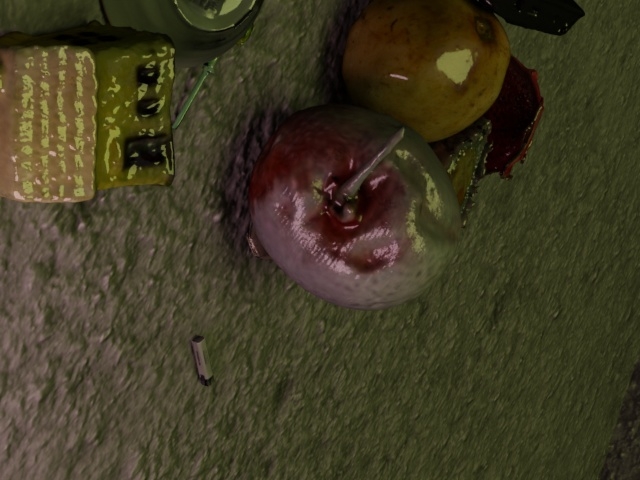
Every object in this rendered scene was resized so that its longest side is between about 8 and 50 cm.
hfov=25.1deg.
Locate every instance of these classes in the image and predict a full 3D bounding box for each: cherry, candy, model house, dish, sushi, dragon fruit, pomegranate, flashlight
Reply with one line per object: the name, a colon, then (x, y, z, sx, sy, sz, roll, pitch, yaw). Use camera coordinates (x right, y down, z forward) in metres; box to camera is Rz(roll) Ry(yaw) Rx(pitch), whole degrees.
cherry: (0.069, -0.045, 2.116, 0.335, 0.326, 0.291, 22, 107, -50)
candy: (-0.154, -0.237, 1.972, 0.194, 0.062, 0.058, -62, 170, 0)
model house: (-0.308, -0.152, 1.702, 0.234, 0.175, 0.193, -13, 116, -41)
dish: (-0.150, -0.341, 1.839, 0.260, 0.085, 0.260, -14, 113, -35)
sushi: (0.200, -0.122, 2.468, 0.161, 0.107, 0.241, 14, 98, -58)
dragon fruit: (0.341, -0.217, 2.584, 0.126, 0.161, 0.274, 3, 100, -53)
pomegranate: (0.159, -0.272, 2.234, 0.260, 0.260, 0.260, -28, 126, -47)
flashlight: (-0.175, 0.180, 2.145, 0.018, 0.018, 0.083, -40, 134, -39)

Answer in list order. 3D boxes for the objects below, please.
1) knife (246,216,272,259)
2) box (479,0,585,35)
knife: (-0.005, 0.002, 2.297, 0.365, 0.043, 0.089, 4, 68, -53)
box: (0.267, -0.446, 2.292, 0.073, 0.289, 0.290, -50, 155, 23)
